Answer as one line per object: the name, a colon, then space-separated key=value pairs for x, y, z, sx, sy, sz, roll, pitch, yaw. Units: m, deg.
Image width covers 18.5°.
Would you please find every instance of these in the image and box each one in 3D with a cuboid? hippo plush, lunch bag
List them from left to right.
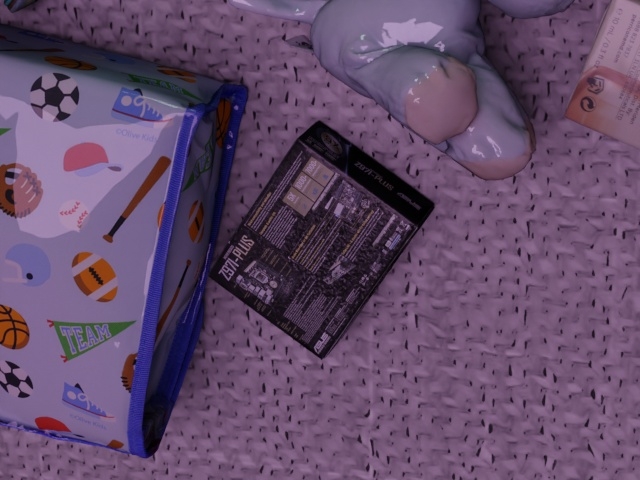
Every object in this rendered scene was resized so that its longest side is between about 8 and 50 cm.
lunch bag: x=-0.275 y=0.000 z=1.947 sx=0.328 sy=0.239 sz=0.385 roll=14 pitch=104 yaw=11
hippo plush: x=0.130 y=-0.212 z=1.794 sx=0.294 sy=0.234 sz=0.236 roll=38 pitch=95 yaw=36

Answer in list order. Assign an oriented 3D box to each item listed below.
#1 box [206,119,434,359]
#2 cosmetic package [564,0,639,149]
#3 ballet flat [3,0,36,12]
box: x=0.000 y=0.000 z=1.943 sx=0.147 sy=0.077 sz=0.180 roll=35 pitch=114 yaw=4
cosmetic package: x=0.385 y=-0.124 z=1.744 sx=0.296 sy=0.153 sz=0.129 roll=24 pitch=114 yaw=10
ballet flat: x=-0.252 y=-0.298 z=1.938 sx=0.070 sy=0.070 sz=0.188 roll=32 pitch=118 yaw=5
